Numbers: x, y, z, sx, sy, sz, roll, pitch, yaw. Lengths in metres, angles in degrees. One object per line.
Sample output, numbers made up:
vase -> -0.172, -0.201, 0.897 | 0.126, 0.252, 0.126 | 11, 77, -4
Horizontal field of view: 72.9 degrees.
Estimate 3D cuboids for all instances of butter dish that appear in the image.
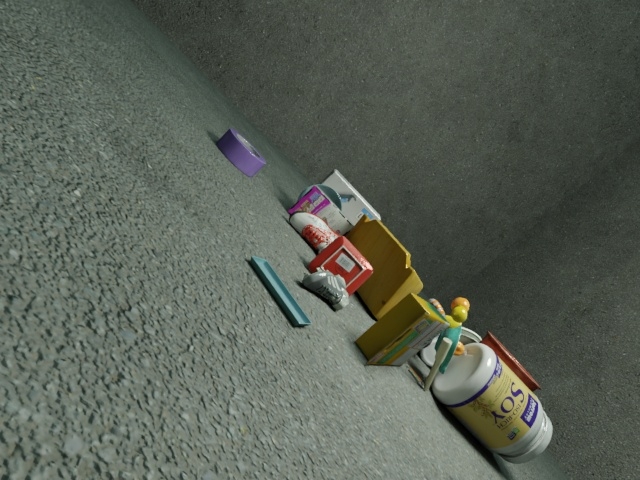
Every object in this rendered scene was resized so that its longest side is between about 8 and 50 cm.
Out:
butter dish -> 0.057, 0.094, 1.375 | 0.160, 0.160, 0.118 | 47, -14, 2

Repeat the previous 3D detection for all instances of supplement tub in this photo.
supplement tub -> 0.555, 0.526, 1.408 | 0.331, 0.241, 0.241 | 46, 9, -5
supplement tub -> 0.456, 0.428, 1.757 | 0.117, 0.117, 0.190 | 47, 9, 2

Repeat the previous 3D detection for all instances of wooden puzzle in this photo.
wooden puzzle -> 0.305, 0.434, 1.397 | 0.083, 0.006, 0.049 | 51, 10, 23

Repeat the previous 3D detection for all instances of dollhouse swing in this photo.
dollhouse swing -> 0.272, 0.138, 1.704 | 0.305, 0.315, 0.346 | 19, 25, -40

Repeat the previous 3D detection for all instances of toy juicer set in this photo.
toy juicer set -> 0.436, 0.321, 1.412 | 0.090, 0.209, 0.329 | 23, 40, 14

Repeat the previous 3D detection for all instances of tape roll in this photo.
tape roll -> -0.305, -0.339, 1.673 | 0.189, 0.080, 0.189 | 46, 9, -9

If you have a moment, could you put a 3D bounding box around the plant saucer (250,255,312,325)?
plant saucer -> -0.090, 0.112, 0.948 | 0.192, 0.018, 0.067 | 52, 10, 23

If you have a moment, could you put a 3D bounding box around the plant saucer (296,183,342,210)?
plant saucer -> -0.007, -0.143, 1.835 | 0.195, 0.195, 0.037 | 45, 6, -14

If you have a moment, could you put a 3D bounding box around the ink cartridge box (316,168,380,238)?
ink cartridge box -> 0.071, -0.119, 1.906 | 0.296, 0.261, 0.066 | 45, 18, -12

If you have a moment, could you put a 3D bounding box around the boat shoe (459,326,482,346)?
boat shoe -> 0.544, 0.426, 1.888 | 0.305, 0.109, 0.091 | 12, 21, 14

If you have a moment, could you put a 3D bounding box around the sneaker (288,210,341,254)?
sneaker -> 0.001, 0.000, 1.593 | 0.270, 0.090, 0.145 | 34, 25, -21

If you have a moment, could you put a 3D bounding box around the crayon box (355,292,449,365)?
crayon box -> 0.230, 0.254, 1.207 | 0.083, 0.203, 0.323 | 52, 10, 28

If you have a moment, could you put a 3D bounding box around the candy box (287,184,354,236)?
candy box -> 0.004, -0.089, 1.763 | 0.233, 0.159, 0.071 | 47, 10, -3

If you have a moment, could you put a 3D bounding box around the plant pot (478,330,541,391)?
plant pot -> 0.648, 0.542, 1.685 | 0.272, 0.265, 0.272 | 45, 10, -10

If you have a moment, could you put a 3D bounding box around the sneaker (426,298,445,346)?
sneaker -> 0.315, 0.324, 1.560 | 0.321, 0.180, 0.124 | 93, -28, -53

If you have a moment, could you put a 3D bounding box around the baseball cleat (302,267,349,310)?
baseball cleat -> 0.028, 0.139, 1.200 | 0.206, 0.072, 0.109 | 13, 49, -58
